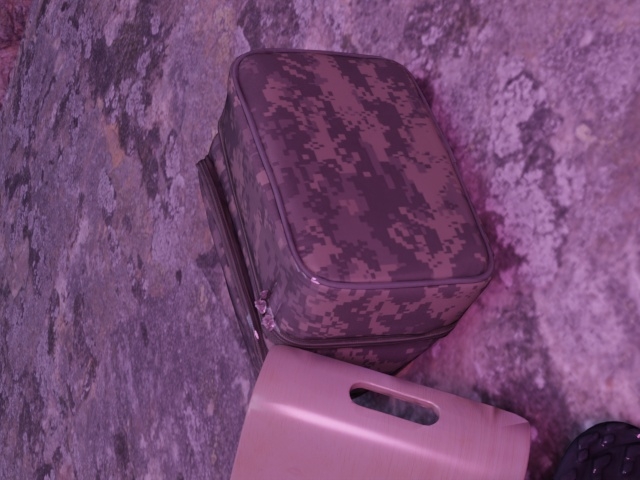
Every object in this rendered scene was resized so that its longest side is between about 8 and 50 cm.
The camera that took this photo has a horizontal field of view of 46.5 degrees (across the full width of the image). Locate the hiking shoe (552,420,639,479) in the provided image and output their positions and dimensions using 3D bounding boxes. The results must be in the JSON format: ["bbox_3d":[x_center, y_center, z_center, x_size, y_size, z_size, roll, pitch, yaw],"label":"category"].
[{"bbox_3d":[0.198,0.283,0.517,0.132,0.113,0.304,80,-163,-64],"label":"hiking shoe"}]

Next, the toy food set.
[{"bbox_3d":[0.027,0.251,0.657,0.092,0.219,0.306,-62,-13,-66],"label":"toy food set"}]

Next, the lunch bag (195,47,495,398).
[{"bbox_3d":[0.000,0.000,0.746,0.256,0.212,0.305,116,142,-50],"label":"lunch bag"}]
